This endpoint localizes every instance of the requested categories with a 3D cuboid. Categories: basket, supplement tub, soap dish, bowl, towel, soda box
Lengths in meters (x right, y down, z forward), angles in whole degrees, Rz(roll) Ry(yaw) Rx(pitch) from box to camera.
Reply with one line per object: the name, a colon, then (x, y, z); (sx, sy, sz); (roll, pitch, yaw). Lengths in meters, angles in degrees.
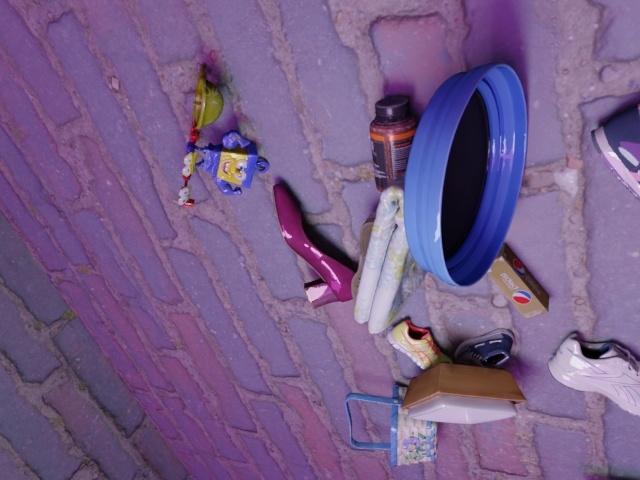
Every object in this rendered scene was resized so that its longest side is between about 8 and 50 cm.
basket: (0.228, 0.587, 1.498); (0.289, 0.201, 0.254); (1, 125, 17)
supplement tub: (0.163, -0.205, 1.019); (0.106, 0.106, 0.197); (6, 126, 25)
soap dish: (0.369, 0.417, 1.264); (0.229, 0.118, 0.291); (8, 152, -6)
bowl: (0.269, -0.112, 0.846); (0.077, 0.391, 0.391); (14, 130, 37)
towel: (0.200, -0.016, 0.993); (0.090, 0.320, 0.374); (26, 132, 21)
soda box: (0.461, 0.097, 1.105); (0.181, 0.061, 0.058); (48, 131, -10)

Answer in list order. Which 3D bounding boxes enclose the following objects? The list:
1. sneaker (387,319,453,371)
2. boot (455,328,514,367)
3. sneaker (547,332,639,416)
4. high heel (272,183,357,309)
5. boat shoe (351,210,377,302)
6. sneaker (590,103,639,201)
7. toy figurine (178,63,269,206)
sneaker: (0.297, 0.302, 1.337); (0.208, 0.081, 0.094); (32, 122, -2)
boot: (0.430, 0.306, 1.259); (0.069, 0.086, 0.190); (41, 132, -3)
sneaker: (0.708, 0.317, 1.105); (0.297, 0.111, 0.129); (16, 123, 17)
high heel: (0.000, 0.000, 1.293); (0.181, 0.127, 0.377); (-20, 108, 3)
boat shoe: (0.152, 0.057, 1.218); (0.113, 0.103, 0.302); (18, 129, 17)
sneaker: (0.635, -0.109, 0.824); (0.319, 0.112, 0.131); (42, 135, -6)
toy figurine: (-0.236, -0.244, 1.226); (0.217, 0.191, 0.362); (10, 126, -16)
